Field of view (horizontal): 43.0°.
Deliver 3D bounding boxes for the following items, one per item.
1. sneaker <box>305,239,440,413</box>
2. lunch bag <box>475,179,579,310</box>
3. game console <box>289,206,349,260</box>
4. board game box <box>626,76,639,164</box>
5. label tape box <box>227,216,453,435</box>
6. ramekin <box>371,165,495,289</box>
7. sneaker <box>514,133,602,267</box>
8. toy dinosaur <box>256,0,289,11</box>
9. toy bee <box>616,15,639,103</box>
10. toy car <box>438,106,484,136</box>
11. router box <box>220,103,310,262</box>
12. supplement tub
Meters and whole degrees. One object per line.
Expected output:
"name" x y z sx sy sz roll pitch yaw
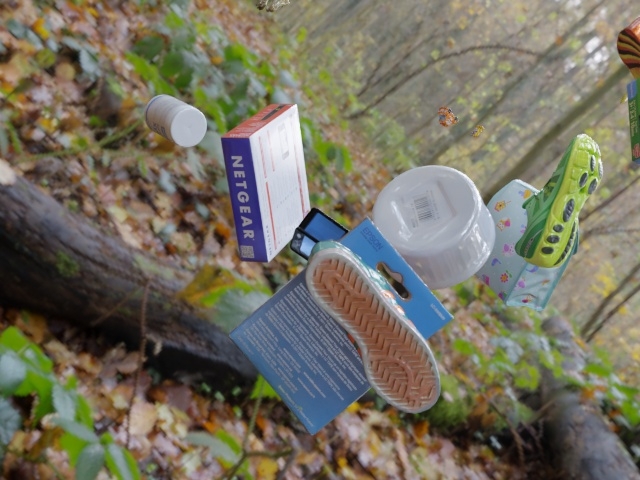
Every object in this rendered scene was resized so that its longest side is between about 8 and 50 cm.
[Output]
"sneaker" 0.086 0.120 1.228 0.302 0.108 0.121 56 13 -15
"lunch bag" 0.496 0.004 1.980 0.160 0.262 0.223 12 21 -30
"game console" 0.000 0.000 1.988 0.122 0.071 0.107 35 43 -18
"board game box" 0.608 -0.236 1.346 0.039 0.211 0.160 18 63 -26
"label tape box" 0.038 0.151 1.479 0.240 0.334 0.106 50 7 3
"ramekin" 0.249 -0.038 1.845 0.277 0.277 0.135 55 -3 38
"sneaker" 0.468 -0.089 1.627 0.109 0.295 0.124 36 -15 -36
"toy dinosaur" -0.057 -0.352 1.001 0.053 0.093 0.183 15 72 -48
"toy bee" 0.737 -0.336 1.777 0.162 0.195 0.298 137 -67 -77
"toy car" 0.349 -0.300 2.064 0.122 0.040 0.060 26 -16 38
"router box" -0.132 -0.155 2.109 0.301 0.082 0.335 -48 136 -58
"supplement tub" -0.250 -0.206 1.393 0.107 0.071 0.071 31 -8 48
